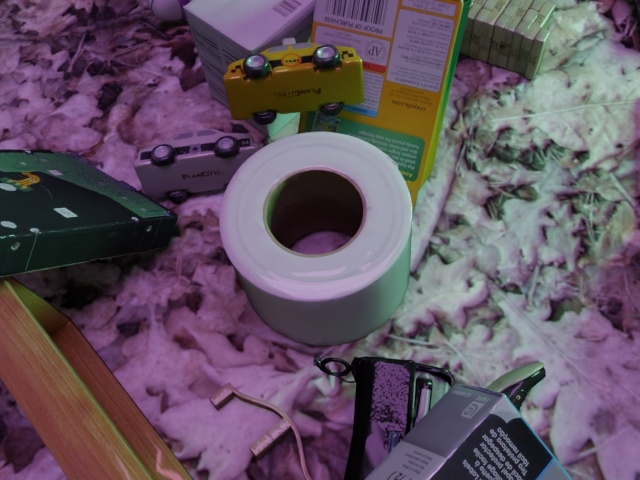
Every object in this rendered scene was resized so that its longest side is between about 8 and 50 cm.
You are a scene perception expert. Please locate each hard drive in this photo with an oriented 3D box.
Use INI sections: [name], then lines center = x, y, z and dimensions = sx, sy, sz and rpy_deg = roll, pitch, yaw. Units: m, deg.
[hard drive]
center = -0.385, -0.048, 0.990
dimensions = 0.237, 0.339, 0.064
rpy_deg = 30, 109, 20

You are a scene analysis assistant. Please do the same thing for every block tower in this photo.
[block tower]
center = 0.227, -0.386, 1.245
dimensions = 0.336, 0.091, 0.097
rpy_deg = 27, 66, 18

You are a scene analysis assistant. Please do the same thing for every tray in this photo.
[tray]
center = -0.265, 0.218, 0.870
dimensions = 0.076, 0.202, 0.411
rpy_deg = -41, 64, -10

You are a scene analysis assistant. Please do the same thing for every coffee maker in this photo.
[coffee maker]
center = 0.071, 0.242, 0.891
dimensions = 0.171, 0.120, 0.178
rpy_deg = -2, 57, 23

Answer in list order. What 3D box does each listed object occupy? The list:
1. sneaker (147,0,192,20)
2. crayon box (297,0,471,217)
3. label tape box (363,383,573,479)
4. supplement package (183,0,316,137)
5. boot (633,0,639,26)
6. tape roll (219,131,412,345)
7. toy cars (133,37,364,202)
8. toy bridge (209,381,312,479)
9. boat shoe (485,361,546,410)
[sneaker]
center = -0.154, -0.422, 1.296
dimensions = 0.282, 0.102, 0.161
rpy_deg = -20, 63, -7
[crayon box]
center = 0.080, -0.211, 1.081
dimensions = 0.203, 0.322, 0.083
rpy_deg = 17, 27, 14
[label tape box]
center = 0.122, 0.357, 0.745
dimensions = 0.348, 0.115, 0.249
rpy_deg = -42, 100, -19
[supplement package]
center = -0.077, -0.315, 1.166
dimensions = 0.149, 0.203, 0.194
rpy_deg = 38, 70, 23
[boot]
center = 0.625, -0.442, 1.242
dimensions = 0.263, 0.091, 0.228
rpy_deg = -6, 60, 4
[tape roll]
center = 0.000, 0.000, 0.989
dimensions = 0.246, 0.169, 0.246
rpy_deg = -3, 63, 5
[toy cars]
center = -0.110, -0.178, 1.070
dimensions = 0.394, 0.177, 0.087
rpy_deg = -35, 45, 31
[toy bridge]
center = -0.061, 0.251, 0.938
dimensions = 0.063, 0.026, 0.188
rpy_deg = -38, 64, -17
[boat shoe]
center = 0.235, 0.198, 0.936
dimensions = 0.133, 0.049, 0.042
rpy_deg = -29, 89, -19
